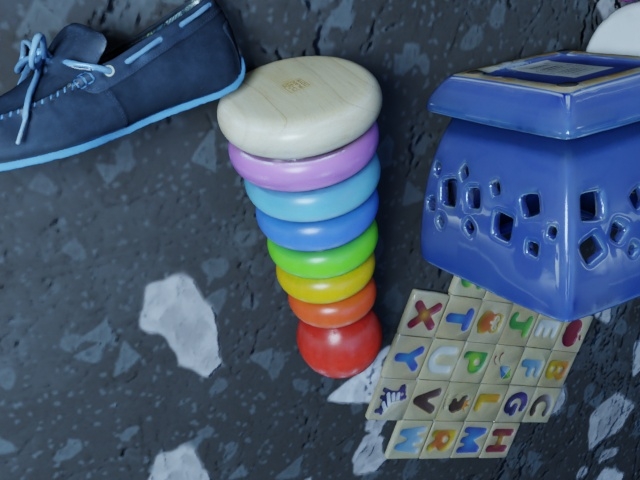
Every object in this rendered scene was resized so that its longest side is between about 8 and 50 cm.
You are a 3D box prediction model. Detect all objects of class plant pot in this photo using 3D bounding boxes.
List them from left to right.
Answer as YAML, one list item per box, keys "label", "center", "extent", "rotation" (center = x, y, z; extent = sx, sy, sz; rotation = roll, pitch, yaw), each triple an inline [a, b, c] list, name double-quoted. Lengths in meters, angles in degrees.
- label: "plant pot"
  center: [0.251, -0.075, 0.853]
  extent: [0.235, 0.236, 0.212]
  rotation: [-18, 113, -26]

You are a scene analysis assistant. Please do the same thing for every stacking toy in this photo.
- label: "stacking toy"
  center: [0.000, 0.000, 0.794]
  extent: [0.141, 0.141, 0.331]
  rotation: [-26, 131, -21]

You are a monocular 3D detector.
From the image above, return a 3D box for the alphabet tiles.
- label: "alphabet tiles"
  center: [0.216, 0.158, 1.073]
  extent: [0.342, 0.011, 0.285]
  rotation: [10, 105, -37]

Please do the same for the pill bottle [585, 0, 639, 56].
- label: "pill bottle"
  center: [0.461, -0.213, 0.955]
  extent: [0.301, 0.169, 0.169]
  rotation: [-21, 122, -29]

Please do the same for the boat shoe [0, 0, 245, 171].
- label: "boat shoe"
  center: [-0.181, -0.125, 0.634]
  extent: [0.258, 0.109, 0.089]
  rotation: [-32, 120, -38]
